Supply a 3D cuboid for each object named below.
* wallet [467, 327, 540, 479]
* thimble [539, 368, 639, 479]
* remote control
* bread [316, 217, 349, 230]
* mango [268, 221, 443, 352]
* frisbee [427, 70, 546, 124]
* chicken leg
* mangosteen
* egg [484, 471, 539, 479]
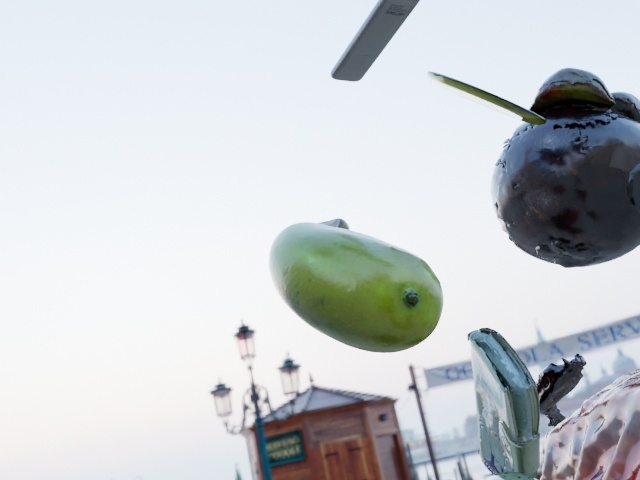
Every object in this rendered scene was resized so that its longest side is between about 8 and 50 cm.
[{"bbox_3d":[0.352,0.348,1.457,0.077,0.309,0.223,-14,26,-9],"label":"wallet"},{"bbox_3d":[0.317,0.212,0.470,0.351,0.349,0.230,-8,-19,-15],"label":"thimble"},{"bbox_3d":[0.094,-0.369,1.365,0.067,0.029,0.261,0,-23,-24],"label":"remote control"},{"bbox_3d":[0.000,0.000,1.593,0.053,0.073,0.214,27,-24,-24],"label":"bread"},{"bbox_3d":[0.035,0.060,1.028,0.273,0.149,0.185,23,11,27],"label":"mango"},{"bbox_3d":[0.304,-0.260,1.397,0.236,0.017,0.236,22,11,-4],"label":"frisbee"},{"bbox_3d":[0.478,0.316,1.551,0.106,0.051,0.253,-16,-40,-9],"label":"chicken leg"},{"bbox_3d":[0.569,-0.148,1.643,0.381,0.421,0.381,19,5,-2],"label":"mangosteen"},{"bbox_3d":[0.334,0.484,1.282,0.177,0.176,0.228,-14,15,5],"label":"egg"}]
